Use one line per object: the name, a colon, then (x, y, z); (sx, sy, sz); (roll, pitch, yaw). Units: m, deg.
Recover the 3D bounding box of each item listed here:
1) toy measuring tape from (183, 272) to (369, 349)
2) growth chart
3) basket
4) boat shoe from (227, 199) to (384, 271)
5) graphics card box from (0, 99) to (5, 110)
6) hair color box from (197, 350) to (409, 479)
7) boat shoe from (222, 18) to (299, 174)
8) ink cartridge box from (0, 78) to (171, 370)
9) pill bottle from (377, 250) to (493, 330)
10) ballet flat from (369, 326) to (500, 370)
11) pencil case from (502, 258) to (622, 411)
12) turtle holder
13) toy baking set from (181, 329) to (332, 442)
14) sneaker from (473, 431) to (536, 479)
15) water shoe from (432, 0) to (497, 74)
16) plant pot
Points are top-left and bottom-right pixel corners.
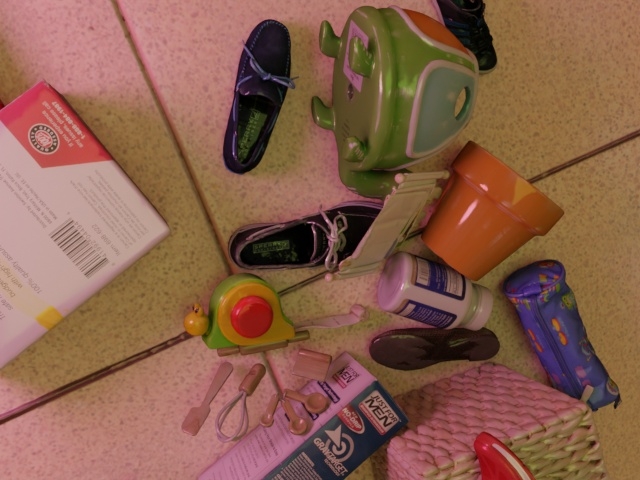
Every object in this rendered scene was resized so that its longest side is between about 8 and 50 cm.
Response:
toy measuring tape: (-0.068, 0.105, 1.176); (0.330, 0.121, 0.121); (-6, 98, -23)
growth chart: (0.118, -0.023, 1.157); (0.172, 0.021, 0.237); (0, 129, -55)
basket: (0.274, 0.407, 1.187); (0.328, 0.331, 0.266); (-17, 99, -12)
boat shoe: (-0.001, -0.004, 1.178); (0.306, 0.105, 0.113); (-4, 98, -15)
graphics card box: (-0.648, -0.280, 0.977); (0.233, 0.094, 0.371); (-32, 103, -9)
hair color box: (-0.034, 0.356, 1.176); (0.347, 0.174, 0.105); (-40, 105, -7)
boat shoe: (-0.091, -0.232, 1.136); (0.109, 0.089, 0.258); (8, 94, -16)
ink cartridge box: (-0.459, -0.005, 1.024); (0.385, 0.160, 0.279); (-39, 104, -8)
pill bottle: (0.207, 0.097, 1.244); (0.187, 0.112, 0.112); (19, 91, -16)
ballet flat: (0.209, 0.190, 1.291); (0.250, 0.058, 0.084); (-3, 119, -9)
pencil case: (0.456, 0.190, 1.314); (0.119, 0.133, 0.306); (-23, 103, 22)
turtle holder: (0.125, -0.208, 1.119); (0.227, 0.243, 0.320); (-4, 96, -17)
toy baking set: (-0.103, 0.237, 1.149); (0.256, 0.196, 0.030); (-7, 136, -2)
sneaker: (0.251, 0.390, 0.980); (0.128, 0.087, 0.221); (-33, 95, -12)
water shoe: (0.256, -0.382, 1.218); (0.073, 0.080, 0.203); (-36, 104, -8)
plant pot: (0.282, -0.040, 1.217); (0.205, 0.205, 0.188); (35, 102, -16)
